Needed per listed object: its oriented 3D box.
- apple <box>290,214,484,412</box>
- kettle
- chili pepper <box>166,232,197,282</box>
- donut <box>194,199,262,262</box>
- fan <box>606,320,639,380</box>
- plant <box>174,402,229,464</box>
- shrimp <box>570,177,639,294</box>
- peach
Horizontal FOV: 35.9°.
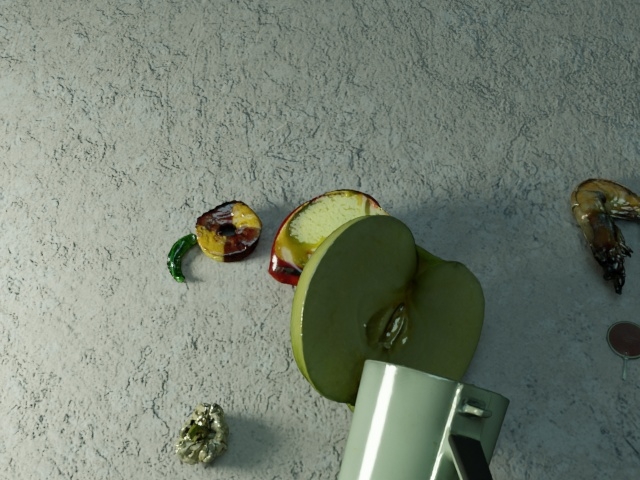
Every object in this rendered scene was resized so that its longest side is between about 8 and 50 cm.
[{"bbox_3d":[0.109,0.155,1.817,0.320,0.311,0.360,24,76,21],"label":"apple"},{"bbox_3d":[0.169,0.408,1.592,0.250,0.361,0.376,21,80,-25],"label":"kettle"},{"bbox_3d":[-0.294,0.033,2.049,0.056,0.035,0.117,0,53,19],"label":"chili pepper"},{"bbox_3d":[-0.191,-0.016,2.065,0.141,0.059,0.140,0,58,-1],"label":"donut"},{"bbox_3d":[0.606,0.218,1.955,0.085,0.005,0.133,13,59,7],"label":"fan"},{"bbox_3d":[-0.225,0.348,1.809,0.105,0.122,0.116,-6,65,9],"label":"plant"},{"bbox_3d":[0.633,-0.017,2.071,0.178,0.075,0.289,-5,45,-6],"label":"shrimp"},{"bbox_3d":[0.002,0.001,2.000,0.267,0.154,0.158,-32,72,-12],"label":"peach"}]
